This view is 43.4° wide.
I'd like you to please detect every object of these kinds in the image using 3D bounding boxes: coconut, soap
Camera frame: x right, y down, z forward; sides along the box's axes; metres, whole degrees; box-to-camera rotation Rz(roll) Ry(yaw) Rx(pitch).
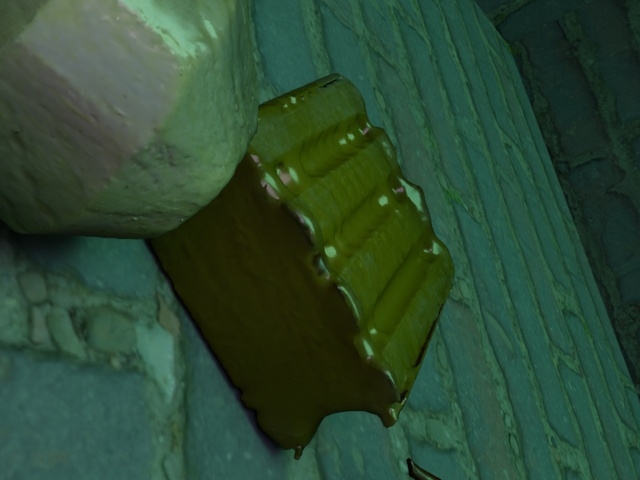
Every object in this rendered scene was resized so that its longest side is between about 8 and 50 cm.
[{"bbox_3d":[-0.163,-0.133,0.545,0.259,0.259,0.259,43,33,-37],"label":"coconut"},{"bbox_3d":[0.000,0.000,0.814,0.293,0.156,0.335,57,27,-8],"label":"soap"}]

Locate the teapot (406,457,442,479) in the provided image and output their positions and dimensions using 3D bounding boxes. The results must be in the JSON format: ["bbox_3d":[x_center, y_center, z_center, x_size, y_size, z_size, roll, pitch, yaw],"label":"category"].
[{"bbox_3d":[0.097,0.302,0.790,0.116,0.116,0.173,13,82,-58],"label":"teapot"}]
